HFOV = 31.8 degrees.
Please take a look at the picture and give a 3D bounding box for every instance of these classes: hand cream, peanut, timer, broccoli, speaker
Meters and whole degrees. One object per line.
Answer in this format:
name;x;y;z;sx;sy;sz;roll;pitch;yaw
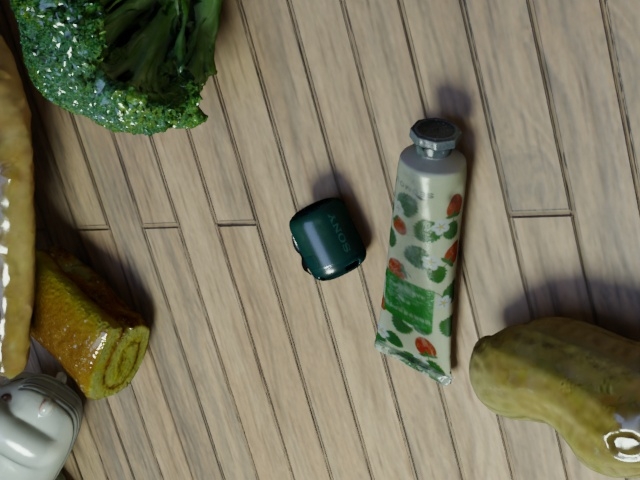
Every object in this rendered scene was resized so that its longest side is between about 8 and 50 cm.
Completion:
hand cream;0.096;0.016;1.050;0.095;0.059;0.276;26;131;31
peanut;0.228;0.132;0.960;0.236;0.110;0.120;11;128;38
timer;-0.438;0.310;1.543;0.291;0.291;0.315;42;112;15
broccoli;-0.186;-0.226;1.064;0.241;0.261;0.269;-41;86;6
speaker;-0.005;0.002;1.121;0.094;0.060;0.075;-21;97;45

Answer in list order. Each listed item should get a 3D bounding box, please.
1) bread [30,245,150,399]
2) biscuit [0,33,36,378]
bread;-0.296;0.099;1.387;0.172;0.103;0.132;38;125;26
biscuit;-0.470;-0.112;1.392;0.429;0.104;0.446;26;119;45
